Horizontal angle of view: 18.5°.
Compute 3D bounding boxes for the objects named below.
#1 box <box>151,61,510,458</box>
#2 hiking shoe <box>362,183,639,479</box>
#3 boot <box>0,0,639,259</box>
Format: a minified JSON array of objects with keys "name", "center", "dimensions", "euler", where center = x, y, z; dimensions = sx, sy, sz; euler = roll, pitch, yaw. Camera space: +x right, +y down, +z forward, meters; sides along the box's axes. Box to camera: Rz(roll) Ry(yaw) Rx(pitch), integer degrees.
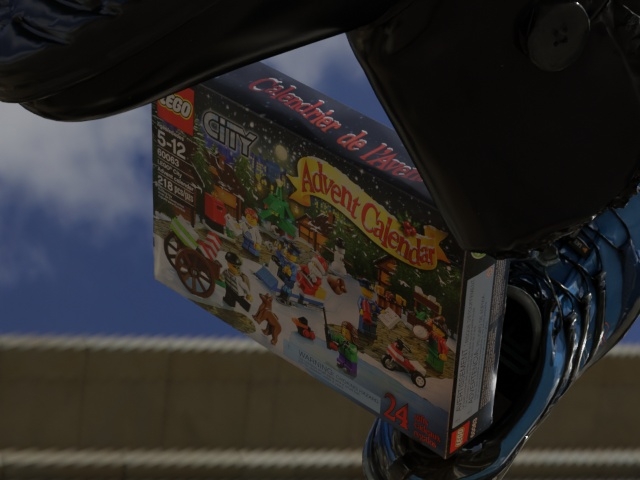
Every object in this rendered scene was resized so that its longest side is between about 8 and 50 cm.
[{"name":"box","center":[0.000,0.000,1.103],"dimensions":[0.044,0.233,0.159],"euler":[-32,-42,-37]},{"name":"hiking shoe","center":[0.137,0.038,1.200],"dimensions":[0.113,0.132,0.304],"euler":[30,-105,6]},{"name":"boot","center":[0.024,-0.064,0.674],"dimensions":[0.246,0.094,0.207],"euler":[-41,-54,-15]}]
